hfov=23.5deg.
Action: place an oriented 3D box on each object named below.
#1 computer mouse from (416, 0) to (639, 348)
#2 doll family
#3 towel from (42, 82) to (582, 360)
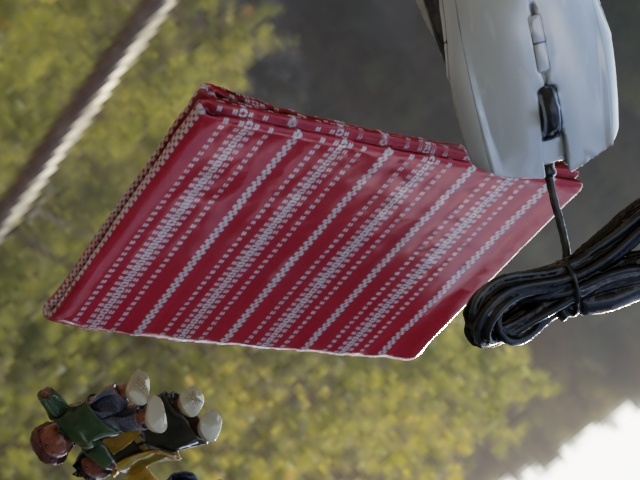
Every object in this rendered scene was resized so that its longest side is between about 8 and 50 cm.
[{"bbox_3d":[0.082,-0.061,0.601,0.106,0.193,0.042,-17,179,-8],"label":"computer mouse"},{"bbox_3d":[-0.098,0.152,0.945,0.111,0.193,0.076,-27,-167,31],"label":"doll family"},{"bbox_3d":[0.000,0.000,0.905,0.275,0.031,0.199,9,137,-35],"label":"towel"}]
